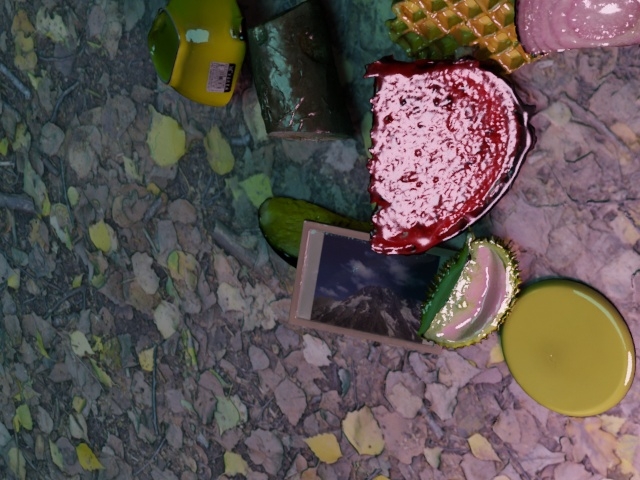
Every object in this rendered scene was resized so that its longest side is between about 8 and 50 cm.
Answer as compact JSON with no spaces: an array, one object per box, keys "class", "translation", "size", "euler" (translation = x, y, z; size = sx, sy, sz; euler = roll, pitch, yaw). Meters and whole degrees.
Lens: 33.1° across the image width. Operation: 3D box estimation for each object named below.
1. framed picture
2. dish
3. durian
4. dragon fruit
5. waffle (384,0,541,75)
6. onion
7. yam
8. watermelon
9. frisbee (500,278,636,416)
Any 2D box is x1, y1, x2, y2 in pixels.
[{"class":"framed picture","translation":[0.092,0.081,1.866],"size":[0.281,0.019,0.209],"euler":[10,114,6]},{"class":"dish","translation":[-0.235,-0.358,1.933],"size":[0.221,0.108,0.262],"euler":[65,150,17]},{"class":"durian","translation":[0.251,0.076,1.777],"size":[0.137,0.095,0.220],"euler":[19,119,-9]},{"class":"dragon fruit","translation":[0.196,-0.145,1.695],"size":[0.282,0.100,0.343],"euler":[-3,119,-6]},{"class":"waffle","translation":[0.217,-0.331,1.612],"size":[0.229,0.057,0.219],"euler":[-24,131,38]},{"class":"onion","translation":[0.387,-0.374,1.464],"size":[0.250,0.111,0.247],"euler":[-3,146,9]},{"class":"yam","translation":[-0.041,-0.279,1.849],"size":[0.154,0.154,0.254],"euler":[-5,104,38]},{"class":"watermelon","translation":[0.000,0.000,1.955],"size":[0.301,0.123,0.129],"euler":[17,82,33]},{"class":"frisbee","translation":[0.396,0.176,1.744],"size":[0.236,0.017,0.236],"euler":[13,112,34]}]
